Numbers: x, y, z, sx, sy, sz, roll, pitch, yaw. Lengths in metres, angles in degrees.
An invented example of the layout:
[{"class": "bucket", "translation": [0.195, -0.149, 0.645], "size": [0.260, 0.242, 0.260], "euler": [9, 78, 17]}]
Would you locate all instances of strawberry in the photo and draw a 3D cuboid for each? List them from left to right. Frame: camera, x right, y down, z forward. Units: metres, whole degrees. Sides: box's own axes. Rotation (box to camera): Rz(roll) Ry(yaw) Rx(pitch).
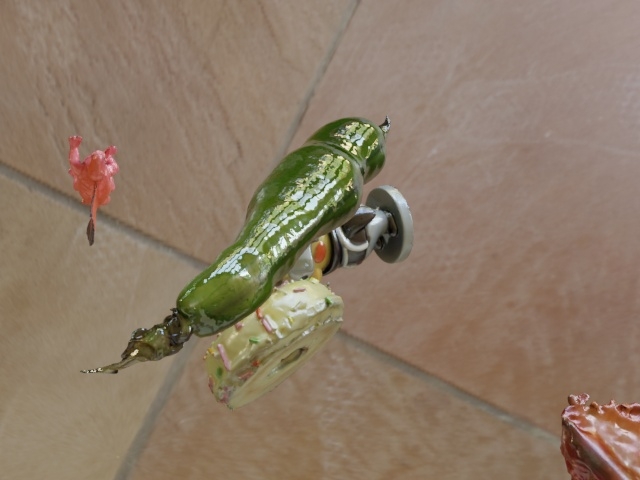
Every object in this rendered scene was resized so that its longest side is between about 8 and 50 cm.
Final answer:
[{"class": "strawberry", "translation": [0.262, 0.219, 0.879], "size": [0.228, 0.098, 0.174], "euler": [23, 56, -8]}]

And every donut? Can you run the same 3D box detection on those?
[{"class": "donut", "translation": [-0.052, 0.103, 1.228], "size": [0.174, 0.175, 0.068], "euler": [-34, 75, -14]}]

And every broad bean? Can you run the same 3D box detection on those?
[{"class": "broad bean", "translation": [-0.030, -0.016, 0.783], "size": [0.318, 0.098, 0.056], "euler": [-42, 117, -43]}]

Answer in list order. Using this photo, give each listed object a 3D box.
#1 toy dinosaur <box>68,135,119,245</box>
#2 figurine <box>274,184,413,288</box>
[{"class": "toy dinosaur", "translation": [-0.329, -0.049, 1.709], "size": [0.070, 0.286, 0.139], "euler": [-3, 71, -14]}, {"class": "figurine", "translation": [0.000, 0.000, 1.704], "size": [0.236, 0.176, 0.133], "euler": [-12, 70, -27]}]
